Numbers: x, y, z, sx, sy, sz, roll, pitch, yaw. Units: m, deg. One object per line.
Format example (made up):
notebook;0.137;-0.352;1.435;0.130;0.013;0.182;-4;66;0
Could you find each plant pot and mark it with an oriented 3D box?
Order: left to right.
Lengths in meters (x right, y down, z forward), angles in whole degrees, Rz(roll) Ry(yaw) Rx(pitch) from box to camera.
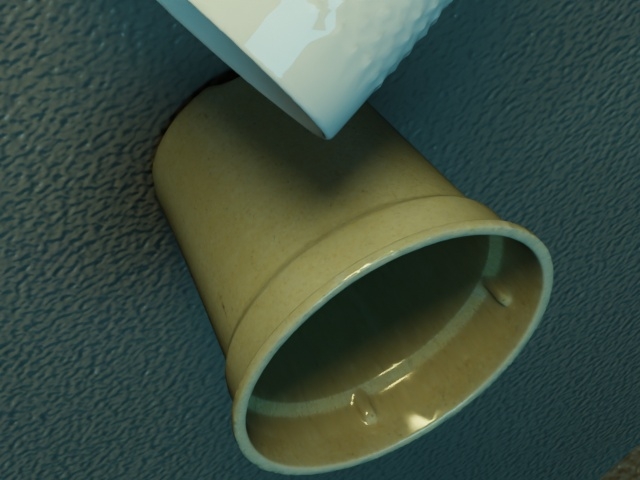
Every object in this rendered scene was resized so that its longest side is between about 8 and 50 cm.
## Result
plant pot;0.000;0.000;1.784;0.334;0.305;0.334;-23;147;-16

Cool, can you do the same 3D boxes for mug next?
mug;-0.004;-0.305;1.404;0.328;0.276;0.374;-49;151;-1
